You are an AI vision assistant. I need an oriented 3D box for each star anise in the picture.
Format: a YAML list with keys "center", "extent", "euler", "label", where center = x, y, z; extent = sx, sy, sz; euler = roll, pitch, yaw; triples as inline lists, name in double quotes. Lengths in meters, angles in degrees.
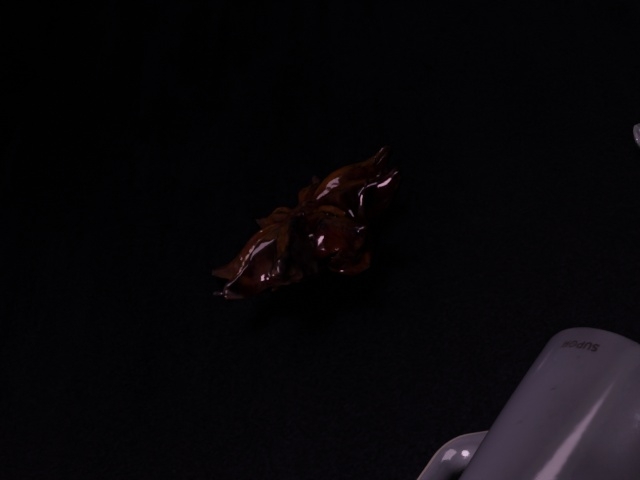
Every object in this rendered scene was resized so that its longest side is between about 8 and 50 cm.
- center: [0.000, 0.000, 1.298]
  extent: [0.272, 0.102, 0.272]
  euler: [-32, 15, 10]
  label: "star anise"

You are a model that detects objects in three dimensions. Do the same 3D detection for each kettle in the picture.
- center: [0.157, 0.200, 0.912]
  extent: [0.243, 0.160, 0.210]
  euler: [-43, 31, -27]
  label: "kettle"

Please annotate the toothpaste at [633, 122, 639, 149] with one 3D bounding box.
- center: [0.496, -0.154, 1.297]
  extent: [0.297, 0.048, 0.075]
  euler: [-16, 39, 0]
  label: "toothpaste"
